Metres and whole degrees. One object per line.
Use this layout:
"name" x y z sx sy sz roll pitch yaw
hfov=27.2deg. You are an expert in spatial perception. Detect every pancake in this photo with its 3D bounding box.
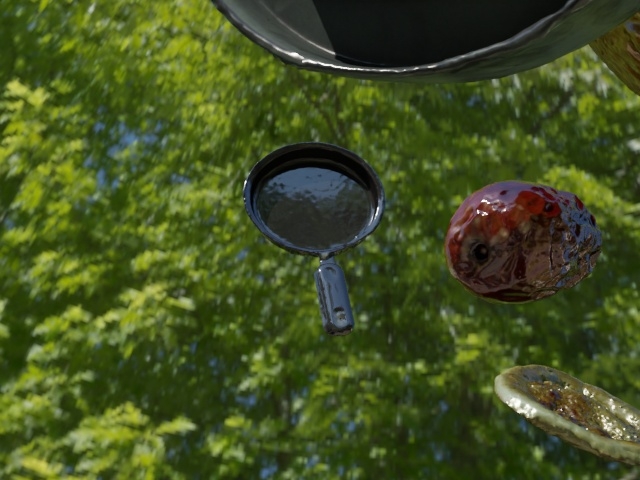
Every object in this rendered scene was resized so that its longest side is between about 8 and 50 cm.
"pancake" 0.139 0.091 0.684 0.108 0.108 0.017 18 -76 -5

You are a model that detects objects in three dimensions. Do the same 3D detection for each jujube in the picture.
"jujube" 0.129 0.002 0.803 0.077 0.129 0.077 -3 -95 36

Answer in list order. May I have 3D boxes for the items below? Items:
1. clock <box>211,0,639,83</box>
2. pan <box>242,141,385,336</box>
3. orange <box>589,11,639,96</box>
"clock" 0.039 -0.159 0.412 0.226 0.049 0.226 -1 -91 38
"pan" 0.000 0.000 1.230 0.136 0.235 0.028 -3 -41 -7
"orange" 0.271 -0.214 0.748 0.322 0.357 0.322 10 -58 17
